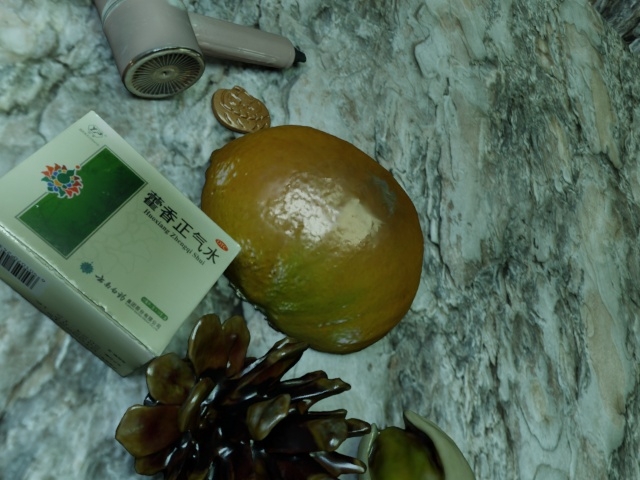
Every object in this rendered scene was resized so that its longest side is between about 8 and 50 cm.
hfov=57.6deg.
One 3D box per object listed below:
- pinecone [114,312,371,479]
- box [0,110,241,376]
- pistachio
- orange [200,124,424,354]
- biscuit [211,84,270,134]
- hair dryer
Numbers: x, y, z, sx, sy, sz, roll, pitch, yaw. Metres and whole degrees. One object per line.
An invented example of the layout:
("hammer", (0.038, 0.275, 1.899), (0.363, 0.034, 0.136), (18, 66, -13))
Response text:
("pinecone", (-0.057, 0.187, 0.549), (0.202, 0.201, 0.229), (-55, 140, -1))
("box", (-0.214, 0.003, 0.592), (0.212, 0.095, 0.168), (43, 45, -13))
("pistachio", (0.120, 0.318, 0.669), (0.137, 0.153, 0.238), (-17, 72, -2))
("orange", (0.004, -0.002, 0.773), (0.274, 0.274, 0.310), (-48, 131, -43))
("biscuit", (-0.112, -0.187, 0.827), (0.091, 0.015, 0.078), (5, 65, -37))
("hair dryer", (-0.146, -0.293, 0.818), (0.344, 0.106, 0.189), (-7, 70, -50))
